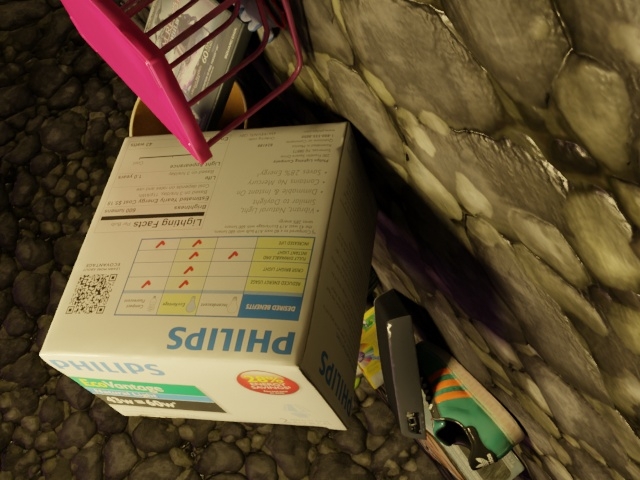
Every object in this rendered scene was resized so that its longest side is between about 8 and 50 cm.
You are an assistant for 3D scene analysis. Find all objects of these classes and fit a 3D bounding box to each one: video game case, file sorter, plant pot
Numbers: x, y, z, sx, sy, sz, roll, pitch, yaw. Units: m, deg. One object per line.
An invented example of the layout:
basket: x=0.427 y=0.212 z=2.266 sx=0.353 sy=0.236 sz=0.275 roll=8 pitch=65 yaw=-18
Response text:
video game case: x=-0.214 y=-0.313 z=1.165 sx=0.026 sy=0.196 sz=0.274 roll=-1 pitch=-144 yaw=-43
file sorter: x=-0.183 y=-0.285 z=0.872 sx=0.290 sy=0.182 sz=0.202 roll=46 pitch=169 yaw=22
plant pot: x=-0.183 y=-0.186 z=1.352 sx=0.237 sy=0.237 sz=0.254 roll=50 pitch=-167 yaw=20

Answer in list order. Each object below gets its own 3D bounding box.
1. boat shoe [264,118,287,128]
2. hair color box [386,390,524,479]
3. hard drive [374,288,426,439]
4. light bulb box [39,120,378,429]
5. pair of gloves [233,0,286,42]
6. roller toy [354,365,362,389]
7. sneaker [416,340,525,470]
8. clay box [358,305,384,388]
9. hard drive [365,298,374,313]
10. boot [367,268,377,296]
boat shoe: x=-0.040 y=-0.140 z=1.292 sx=0.060 sy=0.064 sz=0.178 roll=-12 pitch=111 yaw=44
hair color box: x=0.284 y=0.419 z=1.601 sx=0.185 sy=0.114 sz=0.374 roll=54 pitch=171 yaw=-4
hard drive: x=0.151 y=0.237 z=1.380 sx=0.172 sy=0.054 sz=0.254 roll=-113 pitch=14 yaw=-74
light bulb box: x=-0.126 y=0.048 z=1.000 sx=0.225 sy=0.358 sz=0.361 roll=63 pitch=-148 yaw=-52
pair of gloves: x=-0.111 y=-0.345 z=0.935 sx=0.198 sy=0.023 sz=0.159 roll=56 pitch=170 yaw=-23
roller toy: x=0.065 y=0.269 z=1.898 sx=0.209 sy=0.191 sz=0.146 roll=45 pitch=170 yaw=15
sneaker: x=0.237 y=0.301 z=1.344 sx=0.302 sy=0.121 sz=0.108 roll=42 pitch=166 yaw=53
clay box: x=0.128 y=0.230 z=1.626 sx=0.053 sy=0.127 sz=0.222 roll=45 pitch=168 yaw=47
hard drive: x=-0.003 y=0.085 z=1.667 sx=0.210 sy=0.040 sz=0.319 roll=47 pitch=-170 yaw=35
boot: x=0.000 y=0.000 z=1.483 sx=0.207 sy=0.094 sz=0.246 roll=39 pitch=170 yaw=45
